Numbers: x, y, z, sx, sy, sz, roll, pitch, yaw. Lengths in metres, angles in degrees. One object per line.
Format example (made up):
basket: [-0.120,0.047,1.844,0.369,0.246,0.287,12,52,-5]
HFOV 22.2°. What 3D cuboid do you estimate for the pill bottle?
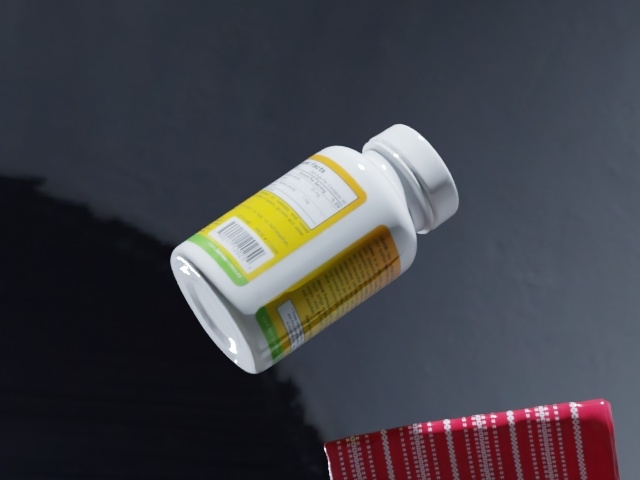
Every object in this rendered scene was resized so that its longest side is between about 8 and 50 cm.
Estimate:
pill bottle: [0.000,0.000,1.483,0.136,0.246,0.136,49,162,22]

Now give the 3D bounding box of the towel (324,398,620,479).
towel: [0.153,0.259,1.552,0.031,0.275,0.198,-94,-5,-73]
